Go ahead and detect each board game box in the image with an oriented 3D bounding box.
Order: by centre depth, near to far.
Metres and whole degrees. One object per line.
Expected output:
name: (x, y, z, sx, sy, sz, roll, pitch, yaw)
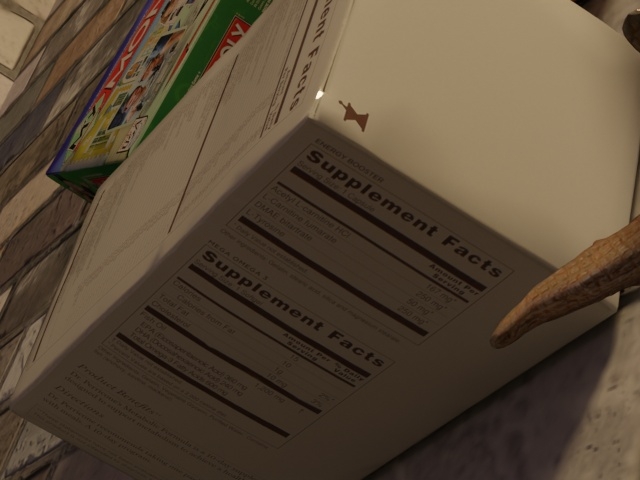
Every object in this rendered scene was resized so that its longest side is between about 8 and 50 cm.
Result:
board game box: (-0.046, -0.166, 1.031, 0.317, 0.046, 0.213, -62, 18, -10)

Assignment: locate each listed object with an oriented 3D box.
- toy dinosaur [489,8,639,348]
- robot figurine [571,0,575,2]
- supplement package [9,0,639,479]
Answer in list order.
toy dinosaur: (0.147, -0.098, 0.509, 0.200, 0.127, 0.296, -92, 24, -72)
robot figurine: (0.066, -0.166, 0.817, 0.158, 0.128, 0.219, -60, 18, 4)
supplement package: (0.000, 0.000, 0.703, 0.244, 0.134, 0.139, -40, 25, 46)
